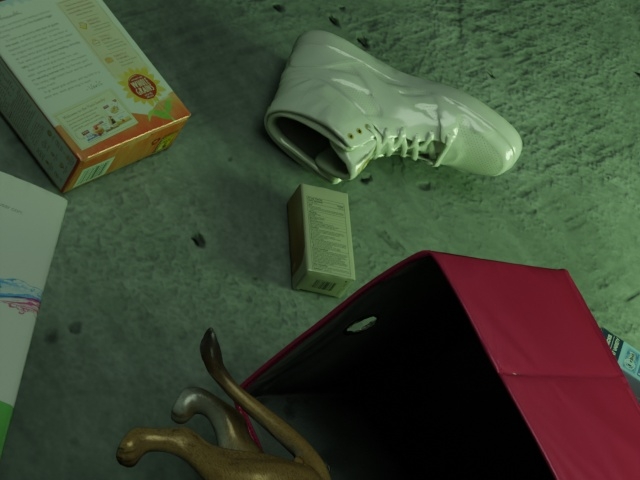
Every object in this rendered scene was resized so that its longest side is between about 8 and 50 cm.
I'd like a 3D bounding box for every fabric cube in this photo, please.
[{"bbox_3d":[0.128,0.182,1.341,0.258,0.254,0.259,7,51,-54],"label":"fabric cube"}]

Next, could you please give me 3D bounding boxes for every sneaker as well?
[{"bbox_3d":[0.077,-0.110,1.680,0.293,0.108,0.169,24,50,-1],"label":"sneaker"}]

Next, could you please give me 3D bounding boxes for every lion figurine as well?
[{"bbox_3d":[-0.080,0.285,1.210,0.240,0.142,0.392,21,77,14],"label":"lion figurine"}]

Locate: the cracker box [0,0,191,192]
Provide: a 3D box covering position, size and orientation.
[{"bbox_3d":[-0.268,-0.178,1.544,0.156,0.067,0.232,-28,76,-41],"label":"cracker box"}]

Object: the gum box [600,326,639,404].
[{"bbox_3d":[0.326,0.191,1.566,0.184,0.157,0.041,33,47,-5],"label":"gum box"}]

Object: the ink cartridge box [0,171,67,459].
[{"bbox_3d":[-0.319,0.098,1.224,0.117,0.201,0.278,22,49,-18],"label":"ink cartridge box"}]

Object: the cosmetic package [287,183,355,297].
[{"bbox_3d":[0.000,0.000,1.590,0.060,0.041,0.115,13,52,-22],"label":"cosmetic package"}]
